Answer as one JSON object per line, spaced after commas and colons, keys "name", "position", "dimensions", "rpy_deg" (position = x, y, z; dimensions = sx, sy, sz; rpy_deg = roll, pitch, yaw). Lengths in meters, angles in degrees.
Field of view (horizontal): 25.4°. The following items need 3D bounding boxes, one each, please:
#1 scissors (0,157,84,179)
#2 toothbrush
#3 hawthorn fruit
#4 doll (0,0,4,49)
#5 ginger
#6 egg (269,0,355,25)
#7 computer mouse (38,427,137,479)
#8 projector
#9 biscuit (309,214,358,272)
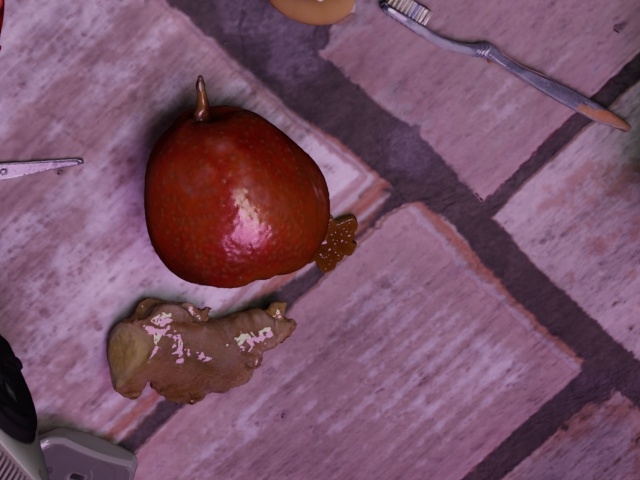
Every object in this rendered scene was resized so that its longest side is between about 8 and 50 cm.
{"name": "scissors", "position": [-0.338, -0.070, 1.468], "dimensions": [0.189, 0.015, 0.100], "rpy_deg": [-8, 121, -17]}
{"name": "toothbrush", "position": [0.216, -0.192, 1.592], "dimensions": [0.375, 0.028, 0.037], "rpy_deg": [23, 103, -31]}
{"name": "hawthorn fruit", "position": [-0.096, -0.063, 1.465], "dimensions": [0.196, 0.196, 0.225], "rpy_deg": [-20, 110, -8]}
{"name": "doll", "position": [-0.354, -0.154, 1.378], "dimensions": [0.109, 0.057, 0.169], "rpy_deg": [-14, 120, -27]}
{"name": "ginger", "position": [-0.136, 0.129, 1.640], "dimensions": [0.213, 0.074, 0.137], "rpy_deg": [0, 121, -28]}
{"name": "egg", "position": [-0.011, -0.256, 1.432], "dimensions": [0.096, 0.080, 0.080], "rpy_deg": [-5, 123, -21]}
{"name": "computer mouse", "position": [-0.288, 0.265, 1.677], "dimensions": [0.181, 0.056, 0.089], "rpy_deg": [25, 112, -40]}
{"name": "projector", "position": [-0.365, 0.114, 1.424], "dimensions": [0.079, 0.259, 0.257], "rpy_deg": [-32, 127, -1]}
{"name": "biscuit", "position": [0.000, 0.000, 1.641], "dimensions": [0.092, 0.016, 0.082], "rpy_deg": [12, 121, -25]}
